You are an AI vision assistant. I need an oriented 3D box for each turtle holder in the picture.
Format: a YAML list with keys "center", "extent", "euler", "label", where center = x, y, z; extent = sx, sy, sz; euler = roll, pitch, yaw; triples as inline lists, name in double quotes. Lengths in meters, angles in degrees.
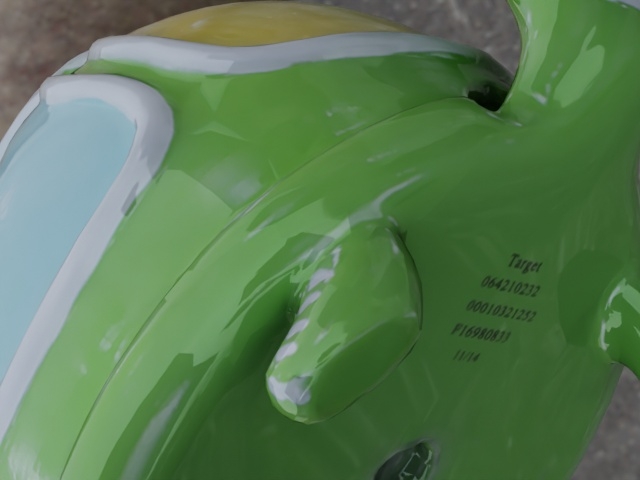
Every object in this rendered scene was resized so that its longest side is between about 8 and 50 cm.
- center: [-0.016, 0.009, 0.597]
  extent: [0.227, 0.243, 0.320]
  euler: [42, 136, 39]
  label: "turtle holder"
